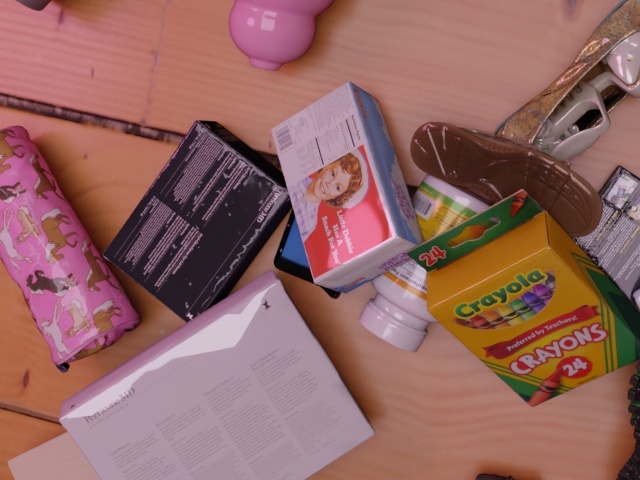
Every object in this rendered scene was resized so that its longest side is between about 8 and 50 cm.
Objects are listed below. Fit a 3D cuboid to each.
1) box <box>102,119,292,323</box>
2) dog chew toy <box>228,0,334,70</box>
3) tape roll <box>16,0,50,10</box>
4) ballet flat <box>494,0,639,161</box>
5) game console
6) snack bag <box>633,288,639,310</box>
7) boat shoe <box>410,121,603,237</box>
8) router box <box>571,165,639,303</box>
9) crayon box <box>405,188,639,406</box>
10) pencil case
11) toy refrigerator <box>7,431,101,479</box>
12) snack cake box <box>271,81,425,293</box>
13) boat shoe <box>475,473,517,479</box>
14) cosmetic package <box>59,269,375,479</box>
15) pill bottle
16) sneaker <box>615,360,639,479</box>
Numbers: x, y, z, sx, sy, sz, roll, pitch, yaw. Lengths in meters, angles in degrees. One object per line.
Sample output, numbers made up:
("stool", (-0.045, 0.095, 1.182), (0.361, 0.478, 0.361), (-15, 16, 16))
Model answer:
("box", (-0.179, -0.027, 1.768), (0.184, 0.103, 0.261), (39, 102, 9))
("dog chew toy", (-0.051, -0.415, 1.680), (0.206, 0.206, 0.332), (14, 105, 9))
("tape roll", (-0.483, -0.449, 1.737), (0.072, 0.219, 0.219), (-45, 86, 10))
("ballet flat", (0.399, -0.216, 1.641), (0.348, 0.123, 0.123), (-44, 86, 13))
("game console", (0.000, 0.000, 1.752), (0.085, 0.124, 0.144), (17, 98, -18))
("snack bag", (0.660, 0.130, 1.650), (0.323, 0.037, 0.343), (-35, 94, 12))
("boat shoe", (0.267, -0.097, 1.607), (0.285, 0.089, 0.105), (29, 115, 17))
("router box", (0.442, 0.000, 1.688), (0.133, 0.046, 0.179), (35, 99, 5))
("crayon box", (0.288, 0.089, 1.596), (0.202, 0.081, 0.318), (-31, 124, 29))
("pencil case", (-0.436, 0.006, 1.789), (0.167, 0.160, 0.386), (-32, 88, 25))
("toy refrigerator", (-0.349, 0.335, 1.834), (0.269, 0.094, 0.102), (-27, 85, 9))
("snack cake box", (0.039, -0.076, 1.668), (0.152, 0.089, 0.264), (-28, 63, 26))
("boat shoe", (0.228, 0.516, 1.735), (0.130, 0.132, 0.355), (21, 89, 18))
("cosmetic package", (-0.152, 0.265, 1.716), (0.377, 0.097, 0.284), (-32, 105, -3))
("pill bottle", (0.159, 0.036, 1.696), (0.136, 0.136, 0.246), (30, 98, 7))
("sneaker", (0.514, 0.262, 1.626), (0.134, 0.146, 0.344), (34, 127, 40))
